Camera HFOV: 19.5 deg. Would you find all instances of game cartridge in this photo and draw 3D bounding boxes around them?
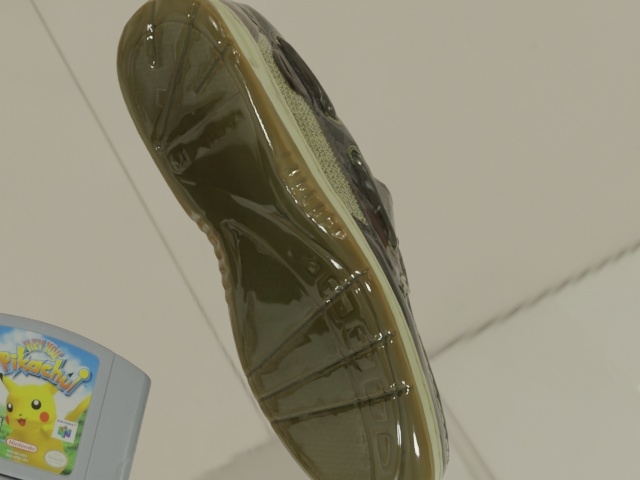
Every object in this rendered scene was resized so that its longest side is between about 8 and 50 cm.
[{"bbox_3d":[-0.100,0.055,0.639,0.083,0.017,0.056,19,66,-21],"label":"game cartridge"}]

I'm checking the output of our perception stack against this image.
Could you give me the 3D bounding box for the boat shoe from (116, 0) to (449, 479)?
[{"bbox_3d":[-0.001,0.000,0.739,0.080,0.073,0.223,-30,85,37],"label":"boat shoe"}]
